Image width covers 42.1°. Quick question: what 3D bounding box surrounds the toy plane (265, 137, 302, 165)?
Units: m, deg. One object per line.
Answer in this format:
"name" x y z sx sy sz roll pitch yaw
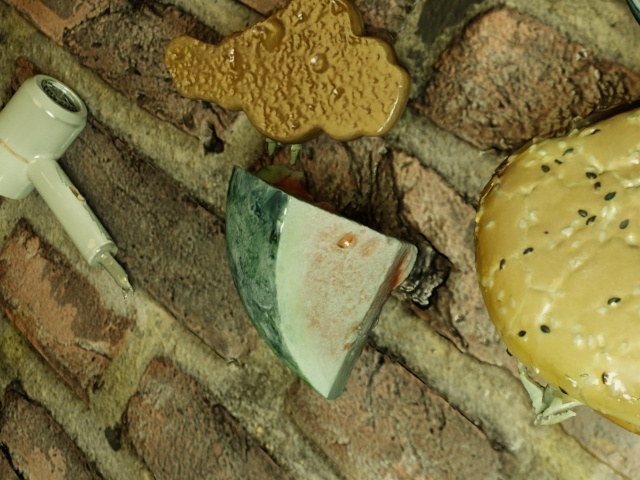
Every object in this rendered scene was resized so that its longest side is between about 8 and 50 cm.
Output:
"toy plane" -0.039 -0.137 1.045 0.083 0.033 0.080 -19 86 27

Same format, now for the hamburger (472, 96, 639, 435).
"hamburger" 0.304 0.036 0.702 0.318 0.195 0.276 -20 56 23

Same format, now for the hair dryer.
"hair dryer" -0.357 -0.061 1.204 0.173 0.108 0.357 -45 73 19

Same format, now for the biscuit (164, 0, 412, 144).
"biscuit" -0.045 -0.208 1.005 0.320 0.047 0.183 0 91 22

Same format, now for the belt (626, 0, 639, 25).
"belt" 0.379 -0.285 0.768 0.207 0.116 0.267 12 87 27

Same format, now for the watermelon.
"watermelon" 0.000 0.000 0.919 0.214 0.289 0.319 -11 62 -1
